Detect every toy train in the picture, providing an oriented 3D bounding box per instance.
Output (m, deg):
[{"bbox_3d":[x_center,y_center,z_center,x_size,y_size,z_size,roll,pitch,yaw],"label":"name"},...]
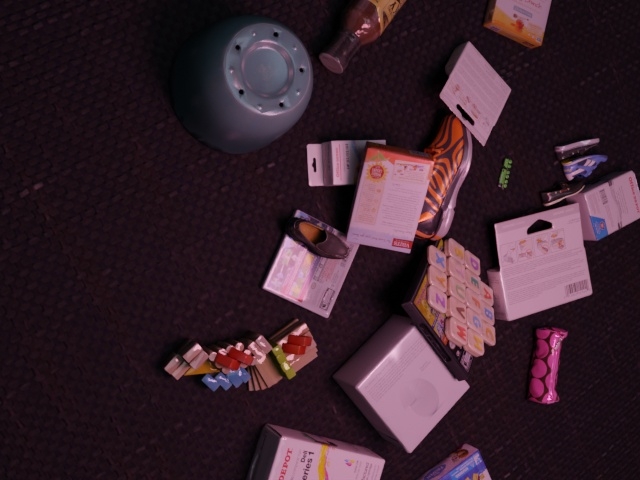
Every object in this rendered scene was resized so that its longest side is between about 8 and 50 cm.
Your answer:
[{"bbox_3d":[0.489,-0.178,1.934,0.023,0.017,0.083,15,85,-14],"label":"toy train"}]

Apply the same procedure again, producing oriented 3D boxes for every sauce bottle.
[{"bbox_3d":[0.118,-0.542,1.712,0.111,0.111,0.344,39,78,-20],"label":"sauce bottle"}]

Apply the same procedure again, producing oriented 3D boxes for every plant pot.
[{"bbox_3d":[-0.147,-0.337,1.530,0.293,0.235,0.293,-1,92,-25],"label":"plant pot"}]

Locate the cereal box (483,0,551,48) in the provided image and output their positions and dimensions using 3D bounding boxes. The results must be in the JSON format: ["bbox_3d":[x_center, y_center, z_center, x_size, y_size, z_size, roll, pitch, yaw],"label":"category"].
[{"bbox_3d":[0.532,-0.652,1.923,0.173,0.047,0.240,15,85,-24],"label":"cereal box"}]

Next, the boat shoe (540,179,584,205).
[{"bbox_3d":[0.662,-0.138,1.989,0.133,0.049,0.042,-23,105,-11],"label":"boat shoe"}]

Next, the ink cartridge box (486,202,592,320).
[{"bbox_3d":[0.582,0.053,1.955,0.296,0.066,0.261,-13,97,-24],"label":"ink cartridge box"}]

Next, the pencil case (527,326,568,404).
[{"bbox_3d":[0.611,0.337,1.959,0.095,0.098,0.209,6,90,-24],"label":"pencil case"}]

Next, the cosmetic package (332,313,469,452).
[{"bbox_3d":[0.193,0.338,1.751,0.224,0.138,0.225,-43,109,-17],"label":"cosmetic package"}]

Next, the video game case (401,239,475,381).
[{"bbox_3d":[0.312,0.160,1.778,0.248,0.035,0.275,53,39,-16],"label":"video game case"}]

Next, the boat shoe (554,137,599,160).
[{"bbox_3d":[0.709,-0.255,2.016,0.142,0.049,0.040,-14,103,-16],"label":"boat shoe"}]

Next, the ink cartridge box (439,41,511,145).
[{"bbox_3d":[0.375,-0.363,1.825,0.181,0.056,0.225,43,58,-20],"label":"ink cartridge box"}]

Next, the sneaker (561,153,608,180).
[{"bbox_3d":[0.734,-0.207,2.025,0.144,0.053,0.059,-15,99,-15],"label":"sneaker"}]

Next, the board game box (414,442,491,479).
[{"bbox_3d":[0.327,0.743,1.860,0.318,0.066,0.318,-30,103,-20],"label":"board game box"}]

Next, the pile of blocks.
[{"bbox_3d":[-0.159,0.273,1.607,0.362,0.112,0.149,-8,94,-23],"label":"pile of blocks"}]

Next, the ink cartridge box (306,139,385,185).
[{"bbox_3d":[0.063,-0.182,1.721,0.181,0.061,0.104,-5,93,-23],"label":"ink cartridge box"}]

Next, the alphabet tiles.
[{"bbox_3d":[0.353,0.136,1.793,0.278,0.021,0.284,34,46,-35],"label":"alphabet tiles"}]

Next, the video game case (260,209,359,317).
[{"bbox_3d":[-0.021,0.056,1.712,0.183,0.023,0.201,27,82,-22],"label":"video game case"}]

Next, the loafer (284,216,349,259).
[{"bbox_3d":[0.000,0.000,1.672,0.170,0.061,0.062,24,82,-23],"label":"loafer"}]

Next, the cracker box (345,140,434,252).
[{"bbox_3d":[0.156,-0.098,1.679,0.155,0.067,0.232,11,112,-4],"label":"cracker box"}]

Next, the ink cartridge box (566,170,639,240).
[{"bbox_3d":[0.797,-0.099,2.037,0.190,0.082,0.140,-24,101,-23],"label":"ink cartridge box"}]

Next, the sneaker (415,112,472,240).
[{"bbox_3d":[0.253,-0.169,1.771,0.180,0.124,0.321,14,86,-25],"label":"sneaker"}]

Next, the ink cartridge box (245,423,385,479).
[{"bbox_3d":[-0.019,0.558,1.674,0.278,0.117,0.201,20,83,-23],"label":"ink cartridge box"}]
